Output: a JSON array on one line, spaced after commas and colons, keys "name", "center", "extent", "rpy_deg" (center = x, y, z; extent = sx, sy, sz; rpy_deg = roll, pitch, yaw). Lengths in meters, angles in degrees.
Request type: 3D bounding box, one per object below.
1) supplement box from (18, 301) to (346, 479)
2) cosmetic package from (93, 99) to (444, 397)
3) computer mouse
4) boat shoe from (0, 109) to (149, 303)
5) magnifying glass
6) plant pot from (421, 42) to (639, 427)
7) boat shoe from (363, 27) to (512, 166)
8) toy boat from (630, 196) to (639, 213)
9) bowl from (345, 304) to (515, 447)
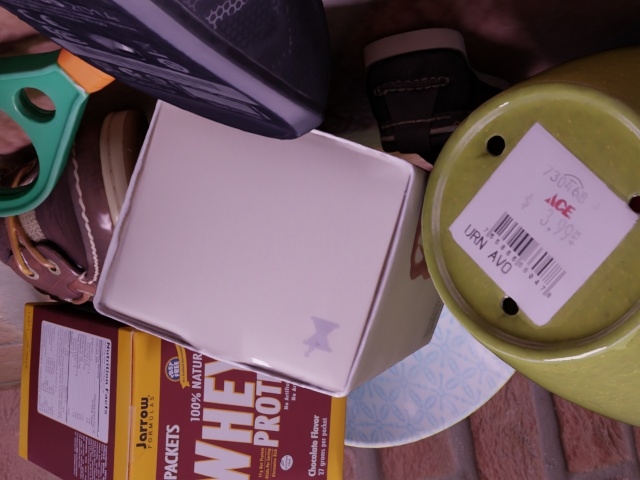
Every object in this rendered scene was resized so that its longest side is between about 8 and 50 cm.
[{"name": "supplement box", "center": [-0.111, 0.120, 0.828], "extent": [0.191, 0.129, 0.194], "rpy_deg": [1, -178, -37]}, {"name": "cosmetic package", "center": [0.000, 0.000, 0.667], "extent": [0.153, 0.129, 0.296], "rpy_deg": [19, -175, 12]}, {"name": "computer mouse", "center": [-0.066, -0.106, 0.360], "extent": [0.189, 0.072, 0.272], "rpy_deg": [19, 176, 21]}, {"name": "boat shoe", "center": [-0.179, -0.006, 0.743], "extent": [0.123, 0.123, 0.342], "rpy_deg": [-8, 176, -13]}, {"name": "magnifying glass", "center": [-0.141, -0.077, 0.540], "extent": [0.231, 0.026, 0.092], "rpy_deg": [-27, 119, 33]}, {"name": "plant pot", "center": [0.193, -0.003, 0.607], "extent": [0.275, 0.274, 0.294], "rpy_deg": [-17, 169, 35]}, {"name": "boat shoe", "center": [0.089, -0.075, 0.708], "extent": [0.084, 0.079, 0.233], "rpy_deg": [-15, 170, 20]}, {"name": "toy boat", "center": [0.318, -0.071, 0.841], "extent": [0.231, 0.151, 0.151], "rpy_deg": [-15, 139, 28]}, {"name": "bowl", "center": [0.069, 0.055, 1.075], "extent": [0.290, 0.289, 0.156], "rpy_deg": [-5, -150, -22]}]
